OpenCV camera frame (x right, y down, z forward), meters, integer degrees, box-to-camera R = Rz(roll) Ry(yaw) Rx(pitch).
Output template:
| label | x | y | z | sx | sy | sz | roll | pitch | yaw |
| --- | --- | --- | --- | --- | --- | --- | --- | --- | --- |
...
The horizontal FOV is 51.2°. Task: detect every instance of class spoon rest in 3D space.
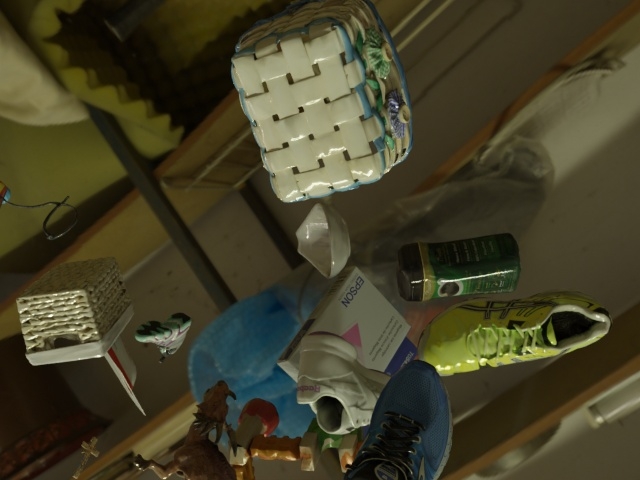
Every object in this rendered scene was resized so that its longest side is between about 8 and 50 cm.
| label | x | y | z | sx | sy | sz | roll | pitch | yaw |
| --- | --- | --- | --- | --- | --- | --- | --- | --- | --- |
| spoon rest | 0.000 | 0.000 | 1.252 | 0.084 | 0.137 | 0.276 | -8 | -179 | -5 |

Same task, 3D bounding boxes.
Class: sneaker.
| label | x | y | z | sx | sy | sz | roll | pitch | yaw |
| --- | --- | --- | --- | --- | --- | --- | --- | --- | --- |
| sneaker | -0.228 | 0.148 | 0.958 | 0.098 | 0.038 | 0.069 | -11 | 124 | -53 |
| sneaker | 0.376 | 0.172 | 1.308 | 0.384 | 0.145 | 0.147 | -16 | 179 | -2 |
| sneaker | 0.106 | 0.317 | 0.921 | 0.147 | 0.130 | 0.330 | 80 | 28 | -61 |
| sneaker | 0.053 | 0.284 | 1.172 | 0.114 | 0.305 | 0.152 | -15 | -132 | 37 |

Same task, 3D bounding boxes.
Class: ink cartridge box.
| label | x | y | z | sx | sy | sz | roll | pitch | yaw |
| --- | --- | --- | --- | --- | --- | --- | --- | --- | --- |
| ink cartridge box | -0.359 | 0.209 | 1.201 | 0.045 | 0.179 | 0.145 | -33 | 139 | -23 |
| ink cartridge box | 0.098 | 0.290 | 1.700 | 0.071 | 0.330 | 0.324 | -23 | -154 | 55 |

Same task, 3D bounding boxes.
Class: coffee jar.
| label | x | y | z | sx | sy | sz | roll | pitch | yaw |
| --- | --- | --- | --- | --- | --- | --- | --- | --- | --- |
| coffee jar | 0.210 | 0.043 | 1.035 | 0.184 | 0.079 | 0.096 | -6 | 144 | 1 |

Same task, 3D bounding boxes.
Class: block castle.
| label | x | y | z | sx | sy | sz | roll | pitch | yaw |
| --- | --- | --- | --- | --- | --- | --- | --- | --- | --- |
| block castle | 0.050 | 0.490 | 1.385 | 0.453 | 0.303 | 0.213 | -3 | -165 | 16 |

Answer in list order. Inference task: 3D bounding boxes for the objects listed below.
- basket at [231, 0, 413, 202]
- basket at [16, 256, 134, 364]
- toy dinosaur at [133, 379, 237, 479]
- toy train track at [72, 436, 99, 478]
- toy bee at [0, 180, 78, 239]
| label | x | y | z | sx | sy | sz | roll | pitch | yaw |
| --- | --- | --- | --- | --- | --- | --- | --- | --- | --- |
| basket | 0.010 | -0.178 | 0.843 | 0.201 | 0.255 | 0.289 | -16 | -159 | 11 |
| basket | -0.358 | 0.098 | 0.985 | 0.113 | 0.103 | 0.167 | -8 | -164 | 2 |
| toy dinosaur | -0.200 | 0.429 | 1.229 | 0.200 | 0.296 | 0.127 | -31 | 169 | 18 |
| toy train track | -0.464 | 0.425 | 1.309 | 0.014 | 0.048 | 0.083 | -9 | -138 | 30 |
| toy bee | -0.586 | -0.084 | 1.118 | 0.298 | 0.195 | 0.162 | -18 | 149 | 6 |
